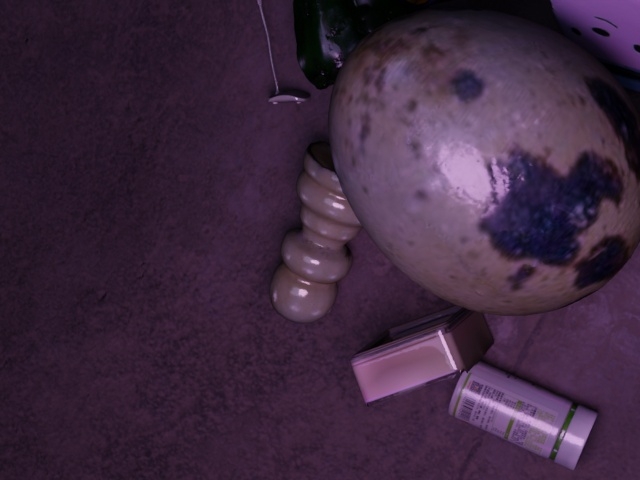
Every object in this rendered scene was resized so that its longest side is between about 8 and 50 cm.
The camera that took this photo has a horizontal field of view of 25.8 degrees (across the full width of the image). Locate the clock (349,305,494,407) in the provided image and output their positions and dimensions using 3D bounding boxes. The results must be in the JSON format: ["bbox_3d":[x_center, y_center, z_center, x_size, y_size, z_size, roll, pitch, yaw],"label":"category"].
[{"bbox_3d":[0.134,0.146,1.833,0.147,0.192,0.071,-22,91,21],"label":"clock"}]

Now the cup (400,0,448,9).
[{"bbox_3d":[0.196,-0.410,1.700,0.255,0.256,0.178,54,148,39],"label":"cup"}]

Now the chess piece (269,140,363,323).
[{"bbox_3d":[0.000,0.000,1.896,0.133,0.133,0.243,27,112,13],"label":"chess piece"}]

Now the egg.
[{"bbox_3d":[0.201,-0.100,1.669,0.345,0.345,0.428,-40,114,20],"label":"egg"}]

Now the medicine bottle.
[{"bbox_3d":[0.269,0.230,1.858,0.183,0.086,0.086,24,106,14],"label":"medicine bottle"}]

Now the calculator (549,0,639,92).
[{"bbox_3d":[0.357,-0.256,1.662,0.173,0.293,0.051,22,76,32],"label":"calculator"}]

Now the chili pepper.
[{"bbox_3d":[0.049,-0.243,1.817,0.165,0.174,0.261,-13,91,-8],"label":"chili pepper"}]

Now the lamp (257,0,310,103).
[{"bbox_3d":[-0.061,-0.282,1.905,0.056,0.050,0.198,-8,98,23],"label":"lamp"}]
